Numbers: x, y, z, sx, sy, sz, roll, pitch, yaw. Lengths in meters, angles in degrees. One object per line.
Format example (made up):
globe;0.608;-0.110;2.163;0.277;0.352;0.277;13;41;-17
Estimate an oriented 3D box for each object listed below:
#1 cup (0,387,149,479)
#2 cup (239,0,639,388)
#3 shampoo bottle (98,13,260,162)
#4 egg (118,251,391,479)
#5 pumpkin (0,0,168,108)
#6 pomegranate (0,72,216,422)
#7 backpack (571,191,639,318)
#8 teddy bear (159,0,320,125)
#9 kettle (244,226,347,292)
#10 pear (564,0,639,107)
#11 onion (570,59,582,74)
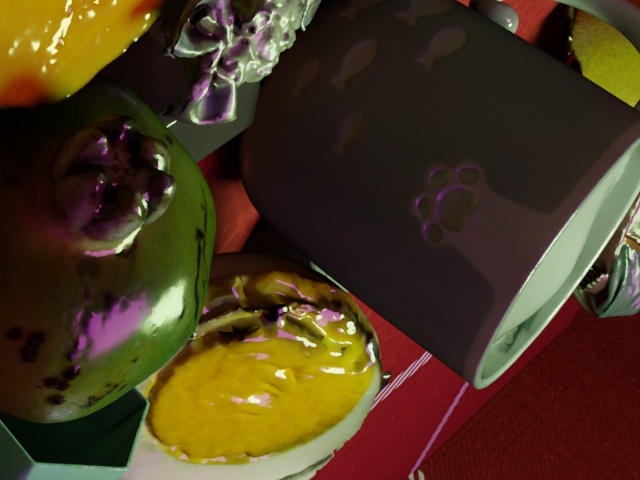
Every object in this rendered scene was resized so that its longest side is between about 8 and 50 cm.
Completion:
cup;-0.253;0.193;0.978;0.148;0.134;0.235;16;125;-36
cup;0.127;-0.096;1.047;0.356;0.274;0.259;-49;163;-17
shampoo bottle;-0.147;-0.058;0.784;0.246;0.080;0.079;-38;159;-31
egg;-0.092;0.096;1.116;0.264;0.174;0.286;-31;142;6
pumpkin;-0.122;-0.198;0.458;0.222;0.139;0.317;-33;158;-48
pomegranate;-0.129;-0.006;0.605;0.180;0.180;0.210;-40;-174;-28
backpack;0.398;-0.084;1.775;0.197;0.283;0.317;-7;128;-39
teddy bear;-0.039;-0.140;0.669;0.111;0.213;0.133;12;132;-22
kettle;0.003;0.005;1.265;0.148;0.098;0.127;-19;151;-53
pear;0.422;-0.199;1.540;0.178;0.267;0.267;-10;179;25
onion;0.313;-0.151;1.654;0.218;0.140;0.195;-45;156;-26
